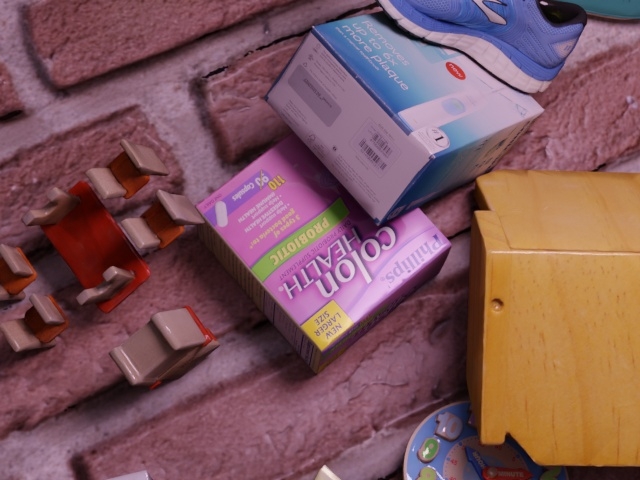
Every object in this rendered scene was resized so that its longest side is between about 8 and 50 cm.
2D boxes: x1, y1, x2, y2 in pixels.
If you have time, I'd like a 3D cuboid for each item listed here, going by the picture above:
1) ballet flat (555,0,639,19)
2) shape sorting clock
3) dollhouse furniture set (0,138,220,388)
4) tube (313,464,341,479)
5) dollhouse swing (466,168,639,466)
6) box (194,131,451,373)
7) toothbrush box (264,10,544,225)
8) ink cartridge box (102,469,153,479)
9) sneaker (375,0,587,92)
[{"bbox_3d":[0.284,-0.395,1.701,0.400,0.139,0.139,8,70,-5],"label":"ballet flat"},{"bbox_3d":[0.200,0.285,1.470,0.206,0.040,0.206,7,53,-9],"label":"shape sorting clock"},{"bbox_3d":[-0.245,0.049,1.484,0.262,0.135,0.259,-39,78,12],"label":"dollhouse furniture set"},{"bbox_3d":[-0.038,0.379,1.435,0.240,0.070,0.062,-45,35,-24],"label":"tube"},{"bbox_3d":[0.346,0.080,1.507,0.346,0.305,0.315,1,97,-3],"label":"dollhouse swing"},{"bbox_3d":[0.000,0.000,1.537,0.213,0.117,0.243,-38,77,-15],"label":"box"},{"bbox_3d":[0.110,-0.168,1.522,0.216,0.126,0.295,49,36,14],"label":"toothbrush box"},{"bbox_3d":[-0.272,0.323,1.402,0.175,0.127,0.072,-13,74,-7],"label":"ink cartridge box"},{"bbox_3d":[0.190,-0.314,1.515,0.330,0.147,0.130,21,37,-26],"label":"sneaker"}]
